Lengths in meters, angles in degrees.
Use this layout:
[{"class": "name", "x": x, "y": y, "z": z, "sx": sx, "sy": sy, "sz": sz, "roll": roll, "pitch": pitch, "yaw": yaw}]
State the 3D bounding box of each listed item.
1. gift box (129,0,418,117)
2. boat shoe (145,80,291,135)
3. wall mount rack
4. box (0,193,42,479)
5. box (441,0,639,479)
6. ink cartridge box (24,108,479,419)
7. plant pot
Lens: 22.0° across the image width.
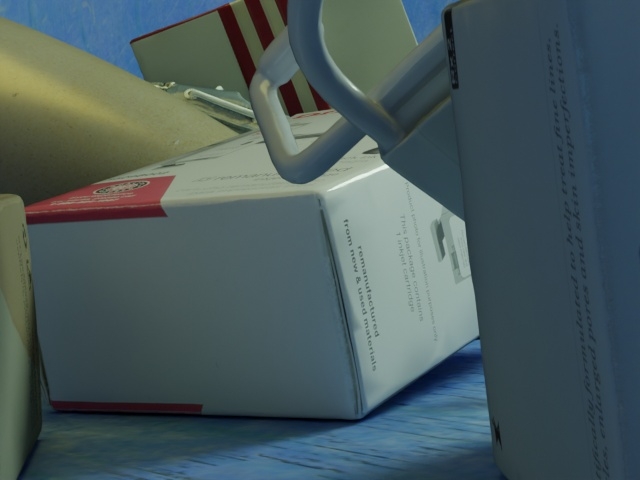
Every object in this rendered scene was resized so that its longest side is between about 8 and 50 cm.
[{"class": "gift box", "x": 0.011, "y": -0.082, "z": 1.387, "sx": 0.276, "sy": 0.258, "sz": 0.255, "roll": -20, "pitch": 0, "yaw": 5}, {"class": "boat shoe", "x": -0.083, "y": -0.061, "z": 1.248, "sx": 0.319, "sy": 0.116, "sz": 0.099, "roll": 22, "pitch": 44, "yaw": 17}, {"class": "wall mount rack", "x": 0.147, "y": -0.095, "z": 0.718, "sx": 0.350, "sy": 0.304, "sz": 0.130, "roll": 35, "pitch": 21, "yaw": -34}, {"class": "box", "x": -0.194, "y": 0.049, "z": 0.637, "sx": 0.148, "sy": 0.121, "sz": 0.311, "roll": -4, "pitch": 3, "yaw": -6}, {"class": "box", "x": 0.121, "y": -0.001, "z": 0.544, "sx": 0.119, "sy": 0.181, "sz": 0.182, "roll": -8, "pitch": 5, "yaw": -6}, {"class": "ink cartridge box", "x": 0.000, "y": 0.000, "z": 0.927, "sx": 0.207, "sy": 0.117, "sz": 0.283, "roll": -3, "pitch": 13, "yaw": 34}, {"class": "plant pot", "x": -0.175, "y": -0.024, "z": 1.124, "sx": 0.274, "sy": 0.256, "sz": 0.256, "roll": 12, "pitch": 6, "yaw": 8}]
